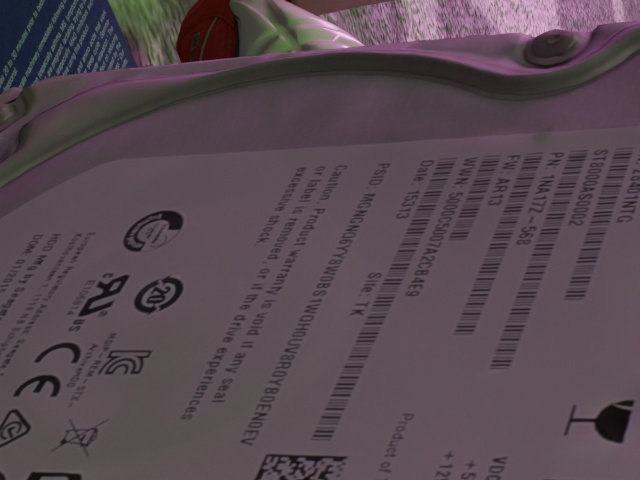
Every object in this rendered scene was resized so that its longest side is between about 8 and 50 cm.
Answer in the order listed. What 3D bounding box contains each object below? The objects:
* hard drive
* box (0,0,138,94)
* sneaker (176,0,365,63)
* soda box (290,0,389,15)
[{"bbox_3d":[0.021,0.040,0.369,0.237,0.339,0.064,-63,142,-43],"label":"hard drive"},{"bbox_3d":[-0.089,-0.012,0.592,0.136,0.036,0.225,-77,153,-49],"label":"box"},{"bbox_3d":[0.000,0.000,0.757,0.118,0.107,0.279,47,-24,42],"label":"sneaker"},{"bbox_3d":[-0.013,-0.224,0.869,0.074,0.069,0.216,-79,152,-43],"label":"soda box"}]
